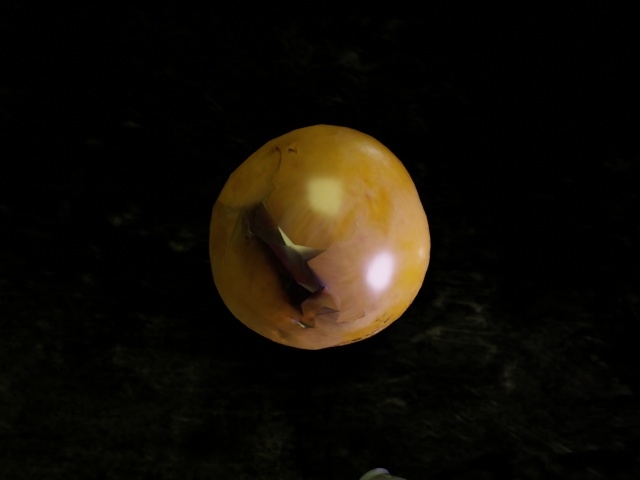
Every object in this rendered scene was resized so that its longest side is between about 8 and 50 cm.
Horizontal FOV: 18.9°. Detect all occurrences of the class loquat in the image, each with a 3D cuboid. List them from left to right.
[{"bbox_3d":[0.000,0.000,1.989,0.235,0.235,0.235,6,52,-8],"label":"loquat"}]

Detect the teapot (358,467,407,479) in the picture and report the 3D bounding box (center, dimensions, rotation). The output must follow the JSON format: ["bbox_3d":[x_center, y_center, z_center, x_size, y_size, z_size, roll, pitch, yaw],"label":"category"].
[{"bbox_3d":[0.072,0.258,1.916,0.088,0.066,0.057,3,31,-38],"label":"teapot"}]
